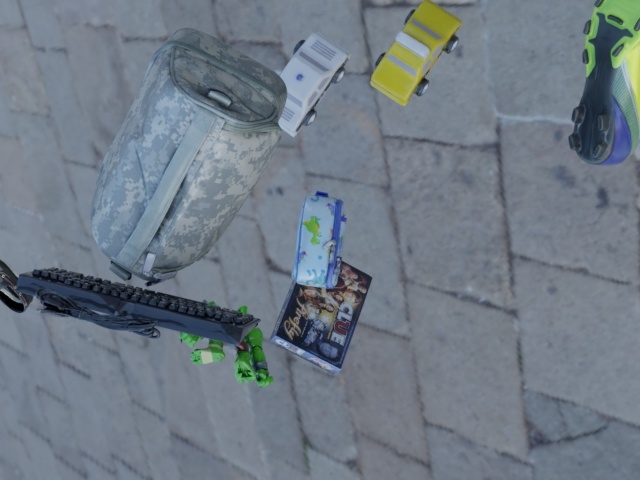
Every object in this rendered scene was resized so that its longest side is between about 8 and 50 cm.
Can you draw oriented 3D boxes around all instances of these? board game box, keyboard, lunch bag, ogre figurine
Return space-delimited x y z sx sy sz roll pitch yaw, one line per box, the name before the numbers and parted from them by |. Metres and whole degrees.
board game box | 0.004 0.149 2.214 0.165 0.243 0.042 28 148 -12
keyboard | -0.250 0.085 1.333 0.317 0.201 0.033 12 100 9
lunch bag | 0.000 0.000 1.903 0.219 0.090 0.176 75 -158 -87
lunch bag | -0.195 -0.113 1.428 0.213 0.256 0.305 29 114 -8
ogre figurine | -0.166 0.185 1.859 0.118 0.197 0.097 -85 18 -46

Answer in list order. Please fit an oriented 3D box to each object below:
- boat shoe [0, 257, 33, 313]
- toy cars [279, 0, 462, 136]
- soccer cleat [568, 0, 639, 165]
boat shoe | -0.505 0.063 1.587 0.049 0.042 0.133 -18 130 29
toy cars | 0.067 -0.313 1.800 0.087 0.394 0.176 18 -122 -78
soccer cleat | 0.425 -0.244 1.405 0.093 0.121 0.289 32 122 44
